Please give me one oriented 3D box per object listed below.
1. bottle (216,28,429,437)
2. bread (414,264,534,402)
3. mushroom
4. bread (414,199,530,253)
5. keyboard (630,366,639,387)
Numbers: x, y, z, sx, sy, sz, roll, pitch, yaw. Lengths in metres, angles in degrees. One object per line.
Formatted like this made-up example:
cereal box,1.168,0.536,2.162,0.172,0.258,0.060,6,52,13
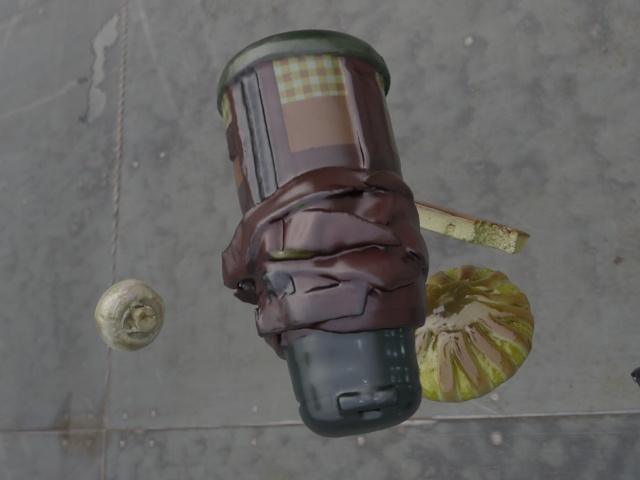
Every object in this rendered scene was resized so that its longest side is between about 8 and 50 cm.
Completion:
bottle,0.000,0.000,0.532,0.156,0.143,0.271,109,153,-70
bread,0.180,0.117,1.002,0.213,0.105,0.213,-11,39,9
mushroom,-0.213,0.085,0.851,0.067,0.083,0.084,12,87,47
bread,0.249,-0.025,1.334,0.226,0.088,0.049,19,99,36
keyboard,0.630,0.184,1.188,0.262,0.016,0.106,-27,26,11
